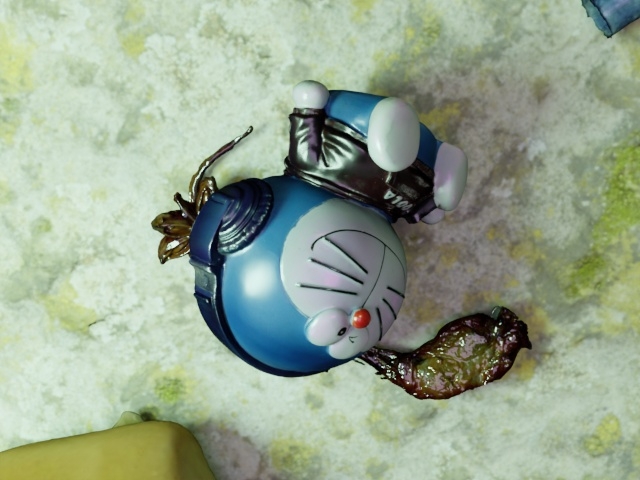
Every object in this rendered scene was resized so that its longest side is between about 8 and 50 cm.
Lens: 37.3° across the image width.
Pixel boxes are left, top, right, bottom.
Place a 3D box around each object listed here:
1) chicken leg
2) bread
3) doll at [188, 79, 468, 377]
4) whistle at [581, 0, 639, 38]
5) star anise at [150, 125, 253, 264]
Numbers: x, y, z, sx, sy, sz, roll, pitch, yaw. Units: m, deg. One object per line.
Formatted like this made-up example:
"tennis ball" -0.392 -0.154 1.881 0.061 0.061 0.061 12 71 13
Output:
"chicken leg" 0.127 0.140 1.144 0.253 0.051 0.105 -6 95 4
"bread" -0.291 0.415 1.108 0.376 0.253 0.347 -11 104 5
"doll" 0.000 0.000 1.033 0.284 0.240 0.309 27 86 -41
"whistle" 0.428 -0.335 1.037 0.304 0.062 0.062 -35 98 8
"star anise" -0.128 -0.050 1.108 0.097 0.070 0.190 35 99 -33
